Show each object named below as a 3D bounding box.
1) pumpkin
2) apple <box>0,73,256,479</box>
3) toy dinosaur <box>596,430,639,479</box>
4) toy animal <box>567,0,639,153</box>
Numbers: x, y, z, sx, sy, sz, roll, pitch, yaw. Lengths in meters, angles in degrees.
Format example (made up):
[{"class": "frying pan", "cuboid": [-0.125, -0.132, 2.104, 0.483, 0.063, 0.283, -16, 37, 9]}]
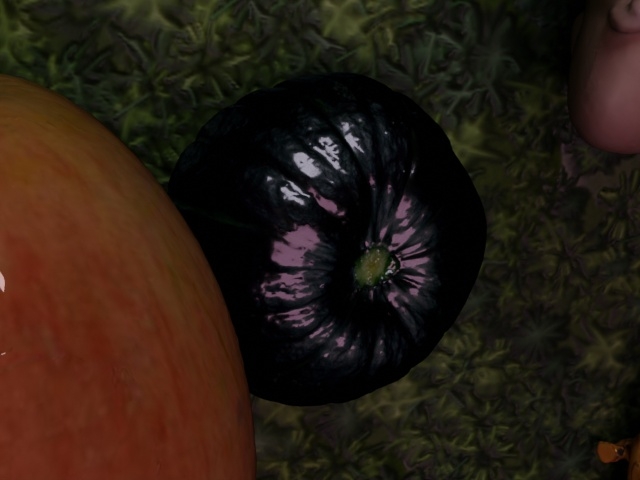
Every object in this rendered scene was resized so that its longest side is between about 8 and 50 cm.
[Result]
[{"class": "pumpkin", "cuboid": [0.000, 0.000, 0.686, 0.202, 0.140, 0.202, -9, 108, -30]}, {"class": "apple", "cuboid": [-0.203, 0.083, 0.532, 0.364, 0.364, 0.364, -8, 116, -16]}, {"class": "toy dinosaur", "cuboid": [0.263, 0.228, 0.928, 0.117, 0.070, 0.288, -1, 119, -20]}, {"class": "toy animal", "cuboid": [0.257, -0.132, 0.666, 0.221, 0.229, 0.210, 0, 108, -18]}]
